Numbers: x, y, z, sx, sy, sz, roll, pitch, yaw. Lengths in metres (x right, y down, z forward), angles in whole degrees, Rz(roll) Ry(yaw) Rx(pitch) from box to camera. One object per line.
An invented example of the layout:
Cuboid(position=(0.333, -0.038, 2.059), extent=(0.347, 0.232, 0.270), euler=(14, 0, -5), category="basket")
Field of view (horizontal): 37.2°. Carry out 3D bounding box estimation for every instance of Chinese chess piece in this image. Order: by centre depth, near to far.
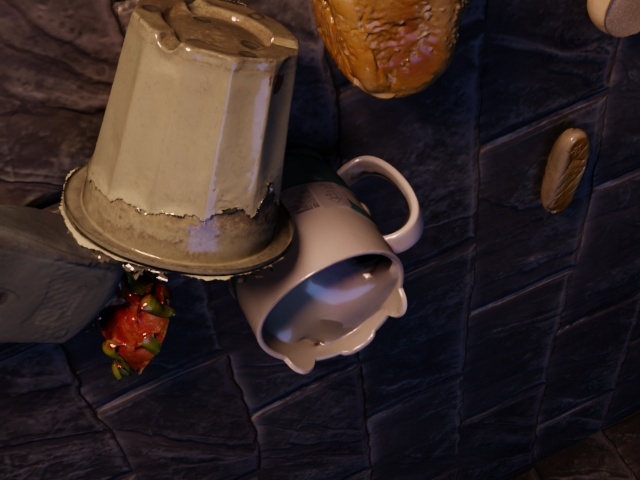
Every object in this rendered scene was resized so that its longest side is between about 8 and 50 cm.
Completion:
Cuboid(position=(0.452, -0.359, 1.399), extent=(0.122, 0.051, 0.122), euler=(-18, 141, -16), category="Chinese chess piece")

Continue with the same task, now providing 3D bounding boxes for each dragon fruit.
Cuboid(position=(-0.277, 0.103, 1.379), extent=(0.142, 0.138, 0.175), euler=(-54, 123, -35), category="dragon fruit")

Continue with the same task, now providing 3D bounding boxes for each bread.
Cuboid(position=(0.080, -0.301, 1.071), extent=(0.176, 0.196, 0.246), euler=(-23, 144, -5), category="bread")
Cuboid(position=(0.424, -0.126, 1.657), extent=(0.073, 0.053, 0.214), euler=(-18, 145, -11), category="bread")

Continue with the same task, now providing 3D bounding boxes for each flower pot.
Cuboid(position=(-0.140, -0.125, 1.082), extent=(0.290, 0.290, 0.259), euler=(-4, 126, -33), category="flower pot")

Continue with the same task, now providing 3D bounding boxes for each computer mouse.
Cuboid(position=(-0.401, 0.038, 1.189), extent=(0.371, 0.122, 0.188), euler=(14, 124, -48), category="computer mouse")

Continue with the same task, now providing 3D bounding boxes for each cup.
Cuboid(position=(0.000, 0.000, 1.319), extent=(0.289, 0.258, 0.219), euler=(-32, 145, 0), category="cup")
